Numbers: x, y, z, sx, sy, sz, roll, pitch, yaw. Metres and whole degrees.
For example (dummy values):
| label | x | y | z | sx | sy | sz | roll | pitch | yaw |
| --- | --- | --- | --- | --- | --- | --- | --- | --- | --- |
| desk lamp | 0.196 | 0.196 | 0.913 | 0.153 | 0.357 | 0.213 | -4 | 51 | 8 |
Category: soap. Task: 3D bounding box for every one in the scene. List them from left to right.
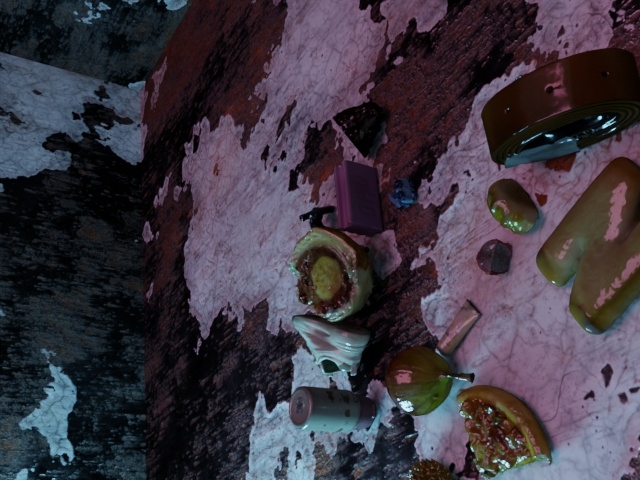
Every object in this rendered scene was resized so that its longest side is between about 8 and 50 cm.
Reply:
| label | x | y | z | sx | sy | sz | roll | pitch | yaw |
| --- | --- | --- | --- | --- | --- | --- | --- | --- | --- |
| soap | 0.106 | -0.118 | 2.149 | 0.065 | 0.122 | 0.203 | -34 | 54 | 48 |

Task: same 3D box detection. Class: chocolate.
| label | x | y | z | sx | sy | sz | roll | pitch | yaw |
| --- | --- | --- | --- | --- | --- | --- | --- | --- | --- |
| chocolate | 0.129 | -0.338 | 2.207 | 0.133 | 0.156 | 0.156 | -39 | 43 | 9 |

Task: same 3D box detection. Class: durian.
| label | x | y | z | sx | sy | sz | roll | pitch | yaw |
| --- | --- | --- | --- | --- | --- | --- | --- | --- | --- |
| durian | 0.230 | 0.577 | 1.750 | 0.208 | 0.102 | 0.146 | -34 | 58 | 54 |

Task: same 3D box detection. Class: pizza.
| label | x | y | z | sx | sy | sz | roll | pitch | yaw |
| --- | --- | --- | --- | --- | --- | --- | --- | --- | --- |
| pizza | 0.367 | 0.413 | 1.614 | 0.292 | 0.058 | 0.197 | 37 | 112 | 56 |

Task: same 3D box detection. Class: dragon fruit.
| label | x | y | z | sx | sy | sz | roll | pitch | yaw |
| --- | --- | --- | --- | --- | --- | --- | --- | --- | --- |
| dragon fruit | 0.386 | 0.041 | 1.706 | 0.060 | 0.056 | 0.083 | 0 | 76 | 56 |

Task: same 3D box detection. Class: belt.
| label | x | y | z | sx | sy | sz | roll | pitch | yaw |
| --- | --- | --- | --- | --- | --- | --- | --- | --- | --- |
| belt | 0.469 | -0.257 | 1.516 | 0.338 | 0.217 | 0.122 | -25 | 65 | 49 |

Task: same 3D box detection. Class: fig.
| label | x | y | z | sx | sy | sz | roll | pitch | yaw |
| --- | --- | --- | --- | --- | --- | --- | --- | --- | --- |
| fig | 0.265 | 0.317 | 1.758 | 0.230 | 0.143 | 0.160 | -13 | 68 | 28 |

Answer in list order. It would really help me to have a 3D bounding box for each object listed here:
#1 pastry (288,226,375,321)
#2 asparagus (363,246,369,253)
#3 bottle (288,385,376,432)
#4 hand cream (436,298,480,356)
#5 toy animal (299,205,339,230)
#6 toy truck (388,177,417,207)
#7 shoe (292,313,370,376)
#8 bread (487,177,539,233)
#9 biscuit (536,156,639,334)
| label | x | y | z | sx | sy | sz | roll | pitch | yaw |
| --- | --- | --- | --- | --- | --- | --- | --- | --- | --- |
| pastry | 0.046 | 0.082 | 2.126 | 0.256 | 0.170 | 0.237 | 30 | 113 | 42 |
| asparagus | 0.073 | 0.090 | 2.232 | 0.025 | 0.024 | 0.248 | 44 | 128 | 5 |
| bottle | 0.040 | 0.438 | 1.969 | 0.110 | 0.233 | 0.110 | -22 | 62 | 50 |
| hand cream | 0.320 | 0.209 | 1.782 | 0.143 | 0.039 | 0.061 | -61 | 33 | 19 |
| toy animal | 0.002 | 0.004 | 2.345 | 0.117 | 0.121 | 0.210 | 9 | 110 | 16 |
| toy truck | 0.215 | -0.122 | 2.044 | 0.090 | 0.056 | 0.073 | 135 | 131 | -60 |
| shoe | 0.022 | 0.302 | 2.162 | 0.316 | 0.124 | 0.159 | 6 | 93 | 59 |
| bread | 0.410 | -0.075 | 1.673 | 0.083 | 0.094 | 0.157 | -56 | 46 | 26 |
| biscuit | 0.546 | 0.008 | 1.453 | 0.291 | 0.062 | 0.237 | -57 | 37 | 30 |
